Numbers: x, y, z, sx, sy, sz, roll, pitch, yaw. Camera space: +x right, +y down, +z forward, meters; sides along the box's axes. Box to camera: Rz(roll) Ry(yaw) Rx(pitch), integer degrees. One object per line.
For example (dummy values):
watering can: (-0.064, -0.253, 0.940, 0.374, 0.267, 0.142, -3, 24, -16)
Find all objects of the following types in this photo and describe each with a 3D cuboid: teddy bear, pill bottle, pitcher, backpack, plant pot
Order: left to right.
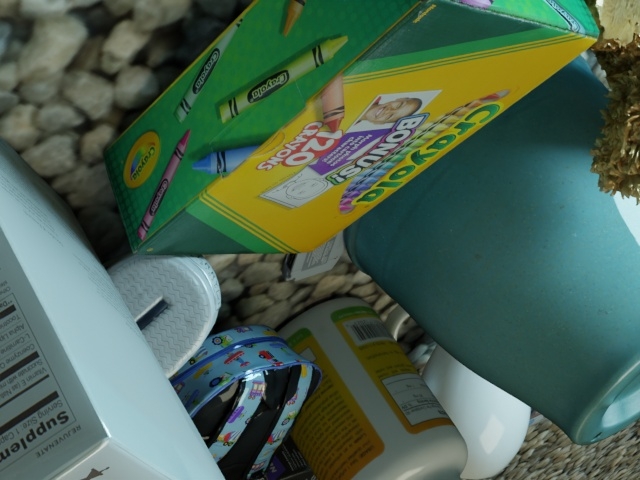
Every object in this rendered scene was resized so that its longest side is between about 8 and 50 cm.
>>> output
backpack: (-0.091, 0.137, 0.956, 0.158, 0.117, 0.173, -3, 139, -44)
pill bottle: (0.052, 0.186, 1.046, 0.136, 0.245, 0.136, -26, 150, -16)
pitcher: (0.145, 0.152, 1.197, 0.178, 0.125, 0.207, -5, 112, -20)
plant pot: (0.203, 0.022, 0.934, 0.272, 0.255, 0.271, -29, 152, -17)
teddy bear: (0.251, -0.147, 0.818, 0.338, 0.113, 0.245, 1, 94, -43)

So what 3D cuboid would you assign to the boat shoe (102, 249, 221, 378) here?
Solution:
boat shoe: (-0.206, 0.119, 0.800, 0.335, 0.121, 0.119, -34, -175, 3)

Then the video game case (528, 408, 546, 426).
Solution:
video game case: (0.394, 0.158, 1.567, 0.248, 0.035, 0.275, -12, 144, -43)

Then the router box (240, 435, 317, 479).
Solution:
router box: (-0.039, 0.309, 1.308, 0.243, 0.081, 0.309, -9, 142, -40)

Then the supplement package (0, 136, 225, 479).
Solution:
supplement package: (-0.207, 0.084, 0.603, 0.198, 0.262, 0.199, -34, 151, -2)

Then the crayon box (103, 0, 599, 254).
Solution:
crayon box: (0.011, -0.089, 0.694, 0.165, 0.081, 0.278, 0, 152, -46)

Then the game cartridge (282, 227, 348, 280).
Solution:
game cartridge: (0.000, 0.000, 0.953, 0.056, 0.017, 0.083, -13, 145, -28)
